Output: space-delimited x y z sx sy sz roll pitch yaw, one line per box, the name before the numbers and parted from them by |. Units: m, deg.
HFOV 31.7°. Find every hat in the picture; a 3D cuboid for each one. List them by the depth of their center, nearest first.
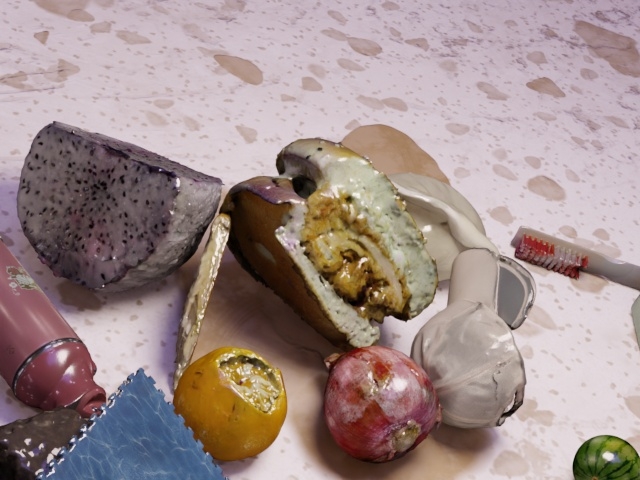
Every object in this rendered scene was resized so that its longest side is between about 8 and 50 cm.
hat | 0.212 0.139 1.645 0.161 0.232 0.275 10 56 -11

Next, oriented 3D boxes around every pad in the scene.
pad | -0.198 0.318 1.288 0.270 0.012 0.269 54 37 -14

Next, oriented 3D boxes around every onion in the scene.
onion | 0.066 0.211 1.552 0.159 0.159 0.195 -11 39 -34

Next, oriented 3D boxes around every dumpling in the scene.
dumpling | 0.159 -0.043 1.839 0.318 0.243 0.187 13 66 3

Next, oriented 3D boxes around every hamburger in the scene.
hamburger | 0.000 0.000 1.661 0.195 0.318 0.277 -41 31 -15

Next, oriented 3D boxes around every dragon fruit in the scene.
dragon fruit | -0.290 -0.035 1.667 0.283 0.204 0.221 24 8 23

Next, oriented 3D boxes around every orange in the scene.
orange | -0.118 0.211 1.480 0.154 0.134 0.155 7 42 -6

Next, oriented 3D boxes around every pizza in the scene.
pizza | -0.176 0.092 1.597 0.034 0.181 0.262 17 62 -6

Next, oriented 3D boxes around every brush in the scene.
brush | 0.497 0.052 2.018 0.321 0.060 0.050 18 50 -2

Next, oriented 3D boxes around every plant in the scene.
plant | -0.368 0.289 1.253 0.274 0.149 0.146 -17 48 -41

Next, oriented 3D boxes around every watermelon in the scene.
watermelon | 0.412 0.326 1.610 0.109 0.109 0.109 13 38 -10

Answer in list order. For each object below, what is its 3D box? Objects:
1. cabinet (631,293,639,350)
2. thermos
cabinet | 0.659 0.141 1.902 0.206 0.150 0.145 14 42 -9
thermos | -0.386 0.133 1.491 0.109 0.136 0.330 -36 60 -16
